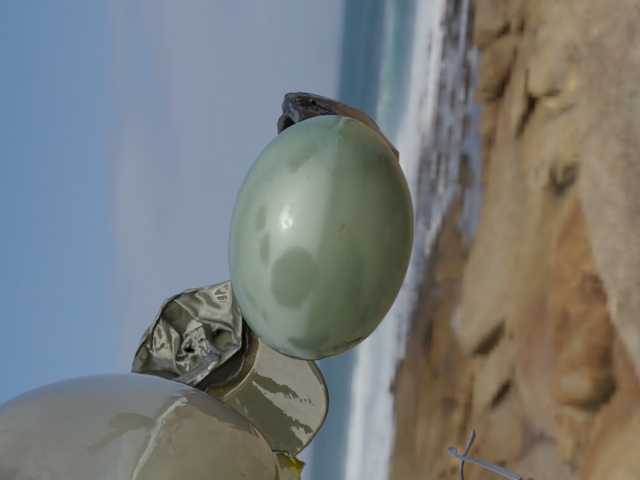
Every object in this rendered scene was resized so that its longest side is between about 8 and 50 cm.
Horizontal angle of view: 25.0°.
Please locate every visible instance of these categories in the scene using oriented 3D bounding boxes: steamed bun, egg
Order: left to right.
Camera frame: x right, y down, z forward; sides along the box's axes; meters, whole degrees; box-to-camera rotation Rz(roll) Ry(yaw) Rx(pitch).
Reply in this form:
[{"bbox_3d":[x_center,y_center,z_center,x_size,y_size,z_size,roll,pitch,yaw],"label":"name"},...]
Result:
[{"bbox_3d":[-0.196,0.276,1.310,0.334,0.374,0.334,-4,-84,-47],"label":"steamed bun"},{"bbox_3d":[0.000,0.000,1.590,0.203,0.203,0.282,-86,6,-70],"label":"egg"}]

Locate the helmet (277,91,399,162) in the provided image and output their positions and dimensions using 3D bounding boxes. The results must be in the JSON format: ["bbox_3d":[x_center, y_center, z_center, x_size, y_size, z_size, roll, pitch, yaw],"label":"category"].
[{"bbox_3d":[0.013,-0.060,1.841,0.305,0.177,0.225,-97,23,-70],"label":"helmet"}]

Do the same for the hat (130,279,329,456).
[{"bbox_3d":[-0.121,0.181,1.894,0.244,0.214,0.149,51,179,-14],"label":"hat"}]

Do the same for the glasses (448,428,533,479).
[{"bbox_3d":[0.177,0.276,1.660,0.062,0.104,0.140,-33,-19,-36],"label":"glasses"}]
